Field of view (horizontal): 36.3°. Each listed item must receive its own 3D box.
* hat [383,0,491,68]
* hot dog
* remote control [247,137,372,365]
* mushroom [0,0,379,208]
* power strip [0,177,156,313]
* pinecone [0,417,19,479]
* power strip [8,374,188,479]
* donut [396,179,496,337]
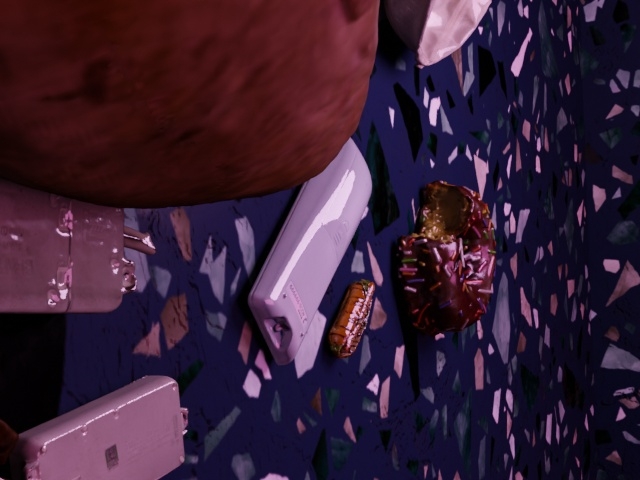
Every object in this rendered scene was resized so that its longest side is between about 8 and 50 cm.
[{"bbox_3d":[0.123,-0.371,1.333,0.226,0.164,0.219,52,22,16],"label":"hat"},{"bbox_3d":[0.041,0.095,1.184,0.049,0.037,0.122,69,34,-40],"label":"hot dog"},{"bbox_3d":[-0.001,0.000,1.090,0.293,0.051,0.103,-63,142,-42],"label":"remote control"},{"bbox_3d":[-0.128,-0.111,0.627,0.313,0.224,0.397,-39,153,-24],"label":"mushroom"},{"bbox_3d":[-0.210,0.005,0.671,0.288,0.053,0.093,9,80,-63],"label":"power strip"},{"bbox_3d":[-0.247,0.085,0.421,0.246,0.246,0.292,46,34,-53],"label":"pinecone"},{"bbox_3d":[-0.169,0.167,0.766,0.192,0.035,0.081,-20,107,-62],"label":"power strip"},{"bbox_3d":[0.191,0.033,1.417,0.230,0.096,0.216,-48,130,-54],"label":"donut"}]
